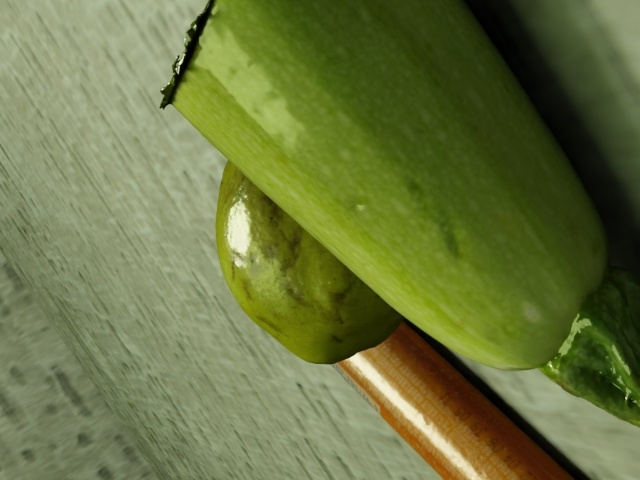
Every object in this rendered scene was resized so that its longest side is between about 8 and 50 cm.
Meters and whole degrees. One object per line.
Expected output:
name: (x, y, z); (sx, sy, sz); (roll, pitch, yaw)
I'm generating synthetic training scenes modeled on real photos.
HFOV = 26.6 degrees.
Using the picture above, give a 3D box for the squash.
squash: (0.035, -0.021, 0.555); (0.287, 0.137, 0.137); (55, 162, -7)

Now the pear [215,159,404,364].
pear: (0.000, 0.000, 0.707); (0.107, 0.107, 0.131); (27, 137, 55)

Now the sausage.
sausage: (0.095, 0.125, 0.773); (0.348, 0.053, 0.053); (43, 159, 33)
